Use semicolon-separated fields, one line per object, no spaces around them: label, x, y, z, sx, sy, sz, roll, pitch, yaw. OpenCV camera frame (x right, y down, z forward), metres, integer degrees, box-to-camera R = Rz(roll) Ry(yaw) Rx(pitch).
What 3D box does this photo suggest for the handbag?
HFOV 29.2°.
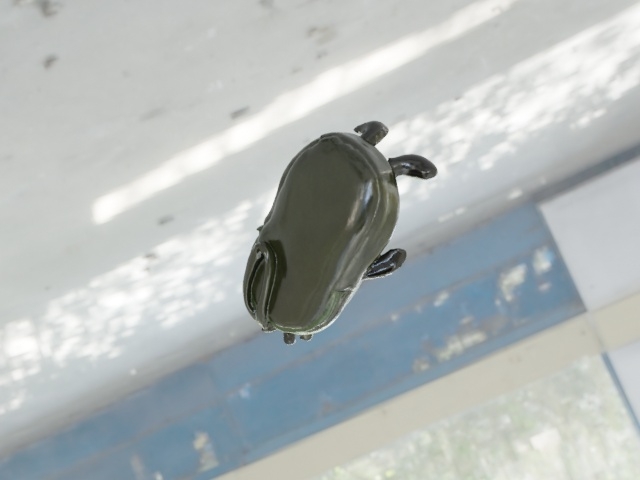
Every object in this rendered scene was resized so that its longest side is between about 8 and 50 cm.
handbag;0.000;0.000;0.543;0.047;0.072;0.111;-3;129;-46
